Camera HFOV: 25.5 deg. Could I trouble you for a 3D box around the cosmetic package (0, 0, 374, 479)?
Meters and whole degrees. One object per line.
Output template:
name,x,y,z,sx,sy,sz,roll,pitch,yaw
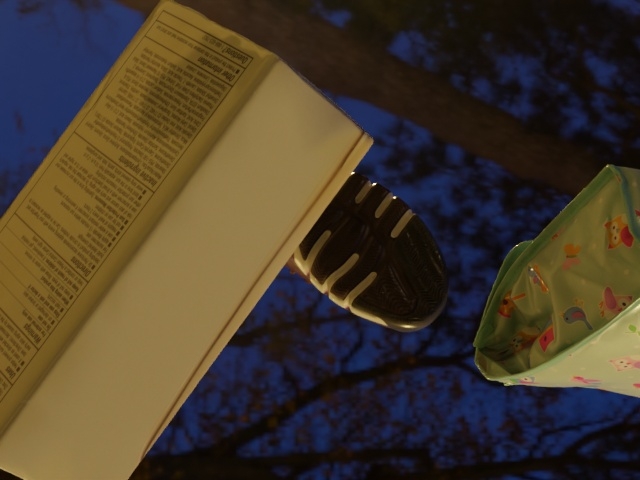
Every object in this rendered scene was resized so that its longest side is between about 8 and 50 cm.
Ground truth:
cosmetic package,-0.125,0.005,0.949,0.309,0.113,0.160,-54,-140,0

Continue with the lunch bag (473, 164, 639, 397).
lunch bag,0.297,0.061,1.341,0.262,0.223,0.160,-51,-138,45

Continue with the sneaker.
sneaker,0.000,0.000,1.276,0.281,0.162,0.106,39,-107,19
